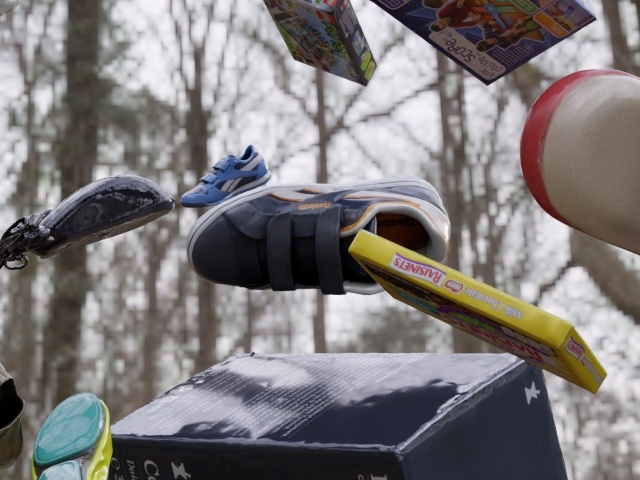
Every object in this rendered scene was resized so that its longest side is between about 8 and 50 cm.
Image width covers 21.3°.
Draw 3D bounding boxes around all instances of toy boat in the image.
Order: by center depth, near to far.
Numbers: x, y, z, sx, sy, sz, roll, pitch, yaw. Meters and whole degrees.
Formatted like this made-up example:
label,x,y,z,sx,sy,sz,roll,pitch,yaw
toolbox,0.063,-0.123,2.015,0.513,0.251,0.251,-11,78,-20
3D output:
label,x,y,z,sx,sy,sz,roll,pitch,yaw
toy boat,0.259,-0.077,1.583,0.151,0.151,0.231,16,-2,43

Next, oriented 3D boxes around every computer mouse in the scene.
label,x,y,z,sx,sy,sz,roll,pitch,yaw
computer mouse,-0.315,-0.034,2.215,0.272,0.072,0.188,-19,-6,-36

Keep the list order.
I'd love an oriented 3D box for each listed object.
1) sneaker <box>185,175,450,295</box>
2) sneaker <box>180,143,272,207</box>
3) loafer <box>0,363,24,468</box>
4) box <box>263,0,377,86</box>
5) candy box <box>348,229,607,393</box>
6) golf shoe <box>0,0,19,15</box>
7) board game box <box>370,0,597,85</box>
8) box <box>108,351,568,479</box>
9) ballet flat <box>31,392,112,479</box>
label,x,y,z,sx,sy,sz,roll,pitch,yaw
sneaker,0.000,0.000,2.042,0.321,0.127,0.126,-12,-61,-5
sneaker,-0.140,-0.089,2.410,0.144,0.059,0.053,-27,22,-25
loafer,-0.310,0.170,1.619,0.050,0.056,0.148,28,-36,32
box,-0.002,-0.271,2.152,0.114,0.036,0.207,22,-14,20
candy box,0.125,0.056,1.355,0.206,0.027,0.105,25,-10,33
golf shoe,-0.359,-0.374,2.052,0.115,0.306,0.140,24,-55,7
board game box,0.151,-0.232,1.609,0.136,0.035,0.201,-30,-39,28
box,0.046,0.396,1.996,0.472,0.480,0.297,-4,16,40
ballet flat,-0.235,0.231,1.618,0.077,0.231,0.077,-17,-68,4
